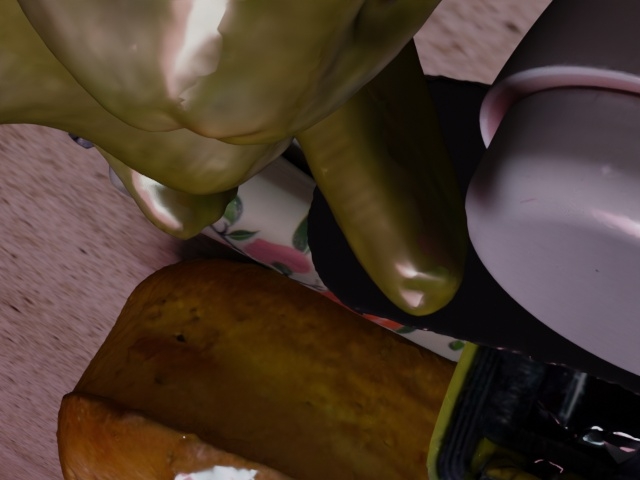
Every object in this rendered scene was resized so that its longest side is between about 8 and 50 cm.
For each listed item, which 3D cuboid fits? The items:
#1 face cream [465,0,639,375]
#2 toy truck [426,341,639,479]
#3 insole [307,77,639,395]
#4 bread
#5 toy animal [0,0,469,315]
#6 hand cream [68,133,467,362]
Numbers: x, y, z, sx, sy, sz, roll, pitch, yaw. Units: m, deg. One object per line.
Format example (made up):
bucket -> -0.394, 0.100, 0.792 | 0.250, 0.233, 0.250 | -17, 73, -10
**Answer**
face cream -> 0.102, -0.023, 0.501 | 0.117, 0.104, 0.117 | 26, 160, 10
toy truck -> 0.182, 0.092, 0.663 | 0.272, 0.124, 0.157 | 21, 170, 14
insole -> 0.125, 0.019, 0.573 | 0.348, 0.119, 0.009 | 18, 176, 42
bread -> -0.009, 0.116, 0.964 | 0.268, 0.145, 0.268 | 23, 162, 8
toy animal -> -0.036, -0.080, 0.430 | 0.181, 0.180, 0.363 | 7, 176, -25
hand cream -> 0.000, 0.000, 0.813 | 0.234, 0.050, 0.080 | 31, 158, -23
